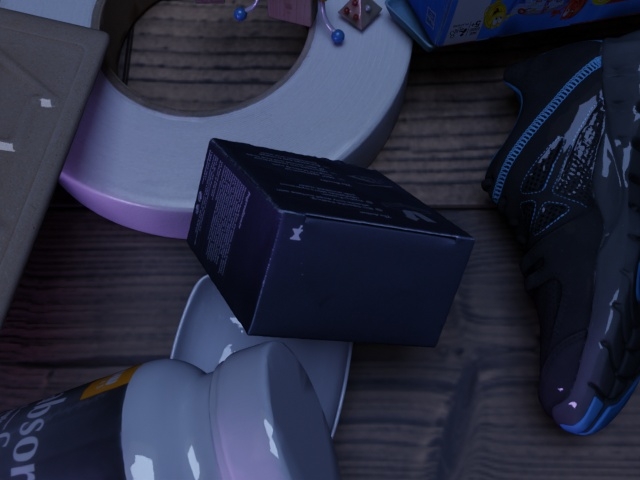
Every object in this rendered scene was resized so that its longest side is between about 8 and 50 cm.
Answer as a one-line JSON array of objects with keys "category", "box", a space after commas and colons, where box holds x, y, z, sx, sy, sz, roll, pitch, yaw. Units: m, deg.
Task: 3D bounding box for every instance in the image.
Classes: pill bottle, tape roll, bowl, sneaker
[{"category": "pill bottle", "box": [-0.136, 0.172, 0.526, 0.278, 0.162, 0.162, -21, 68, 9]}, {"category": "tape roll", "box": [-0.107, -0.190, 0.755, 0.391, 0.072, 0.392, 0, 69, 1]}, {"category": "bowl", "box": [-0.048, 0.104, 0.644, 0.142, 0.053, 0.142, 10, 69, 5]}, {"category": "sneaker", "box": [0.210, -0.011, 0.669, 0.139, 0.125, 0.341, 1, 68, 32]}]

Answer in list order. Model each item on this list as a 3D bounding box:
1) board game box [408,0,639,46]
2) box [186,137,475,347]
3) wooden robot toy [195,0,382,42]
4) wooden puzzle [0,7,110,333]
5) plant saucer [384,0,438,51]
[{"category": "board game box", "box": [0.194, -0.337, 0.747, 0.301, 0.086, 0.308, -12, 59, -15]}, {"category": "box", "box": [0.000, 0.000, 0.594, 0.155, 0.158, 0.093, 8, 109, -28]}, {"category": "wooden robot toy", "box": [-0.030, -0.236, 0.690, 0.173, 0.079, 0.076, 15, 69, 7]}, {"category": "wooden puzzle", "box": [-0.356, -0.068, 0.591, 0.321, 0.081, 0.348, 12, 51, -6]}, {"category": "plant saucer", "box": [0.150, -0.227, 0.731, 0.192, 0.018, 0.067, -29, 65, -24]}]
